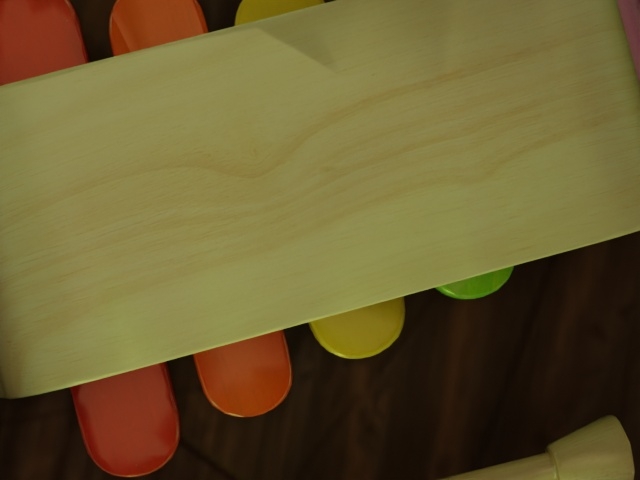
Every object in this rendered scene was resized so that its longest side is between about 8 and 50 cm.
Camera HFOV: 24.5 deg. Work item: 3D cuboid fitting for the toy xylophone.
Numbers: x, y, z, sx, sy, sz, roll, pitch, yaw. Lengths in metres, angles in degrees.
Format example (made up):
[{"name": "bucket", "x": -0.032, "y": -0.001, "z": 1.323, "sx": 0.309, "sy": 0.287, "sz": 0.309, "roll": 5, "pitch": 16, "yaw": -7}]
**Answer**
[{"name": "toy xylophone", "x": 0.000, "y": 0.000, "z": 0.589, "sx": 0.323, "sy": 0.081, "sz": 0.236, "roll": -7, "pitch": 89, "yaw": -5}]
